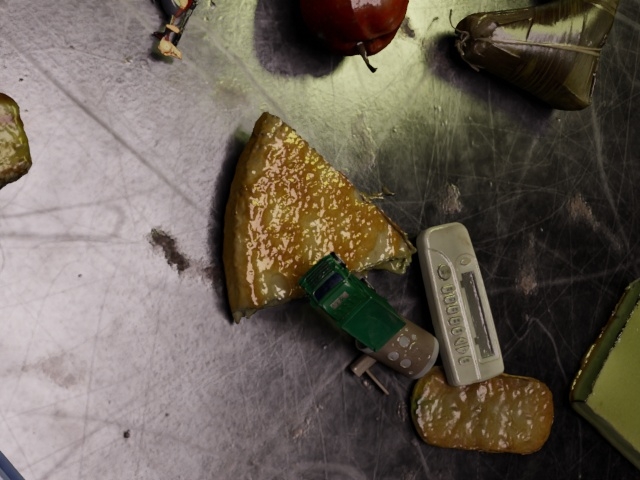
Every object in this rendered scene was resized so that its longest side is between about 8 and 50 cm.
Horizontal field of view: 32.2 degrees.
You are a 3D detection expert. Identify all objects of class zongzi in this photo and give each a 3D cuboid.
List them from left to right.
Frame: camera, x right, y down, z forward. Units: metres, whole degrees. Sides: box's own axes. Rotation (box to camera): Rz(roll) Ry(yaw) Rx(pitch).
[{"bbox_3d":[0.328,-0.344,1.659,0.248,0.111,0.241,21,90,-23],"label":"zongzi"}]

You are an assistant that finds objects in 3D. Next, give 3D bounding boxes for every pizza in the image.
[{"bbox_3d":[0.000,0.000,1.502,0.288,0.075,0.279,19,81,-26],"label":"pizza"}]

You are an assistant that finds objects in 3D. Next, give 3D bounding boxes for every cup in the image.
[{"bbox_3d":[0.103,0.155,1.531,0.099,0.074,0.102,32,72,-21],"label":"cup"}]

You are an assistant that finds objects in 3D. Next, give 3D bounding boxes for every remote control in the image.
[{"bbox_3d":[0.194,0.091,1.589,0.090,0.049,0.230,-11,85,-31],"label":"remote control"}]

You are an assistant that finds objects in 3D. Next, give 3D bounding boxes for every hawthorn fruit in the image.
[{"bbox_3d":[0.051,-0.315,1.505,0.157,0.157,0.193,0,73,-27],"label":"hawthorn fruit"}]

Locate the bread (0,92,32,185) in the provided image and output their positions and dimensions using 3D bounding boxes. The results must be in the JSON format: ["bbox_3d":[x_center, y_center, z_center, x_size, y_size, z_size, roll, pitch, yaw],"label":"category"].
[{"bbox_3d":[-0.424,-0.089,1.207,0.184,0.234,0.110,-20,97,-26],"label":"bread"}]

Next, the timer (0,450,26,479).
[{"bbox_3d":[-0.523,0.295,1.149,0.395,0.173,0.394,2,85,-26],"label":"timer"}]

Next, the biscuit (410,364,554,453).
[{"bbox_3d":[0.238,0.248,1.616,0.247,0.029,0.118,10,83,-25],"label":"biscuit"}]

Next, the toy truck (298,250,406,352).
[{"bbox_3d":[0.038,0.079,1.439,0.065,0.079,0.147,-44,139,6],"label":"toy truck"}]

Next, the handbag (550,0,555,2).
[{"bbox_3d":[0.396,-0.378,1.746,0.111,0.047,0.072,50,33,-12],"label":"handbag"}]

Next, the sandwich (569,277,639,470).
[{"bbox_3d":[0.512,0.214,1.742,0.212,0.063,0.245,43,69,-20],"label":"sandwich"}]

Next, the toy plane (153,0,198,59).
[{"bbox_3d":[-0.189,-0.308,1.457,0.060,0.037,0.145,24,70,-33],"label":"toy plane"}]
